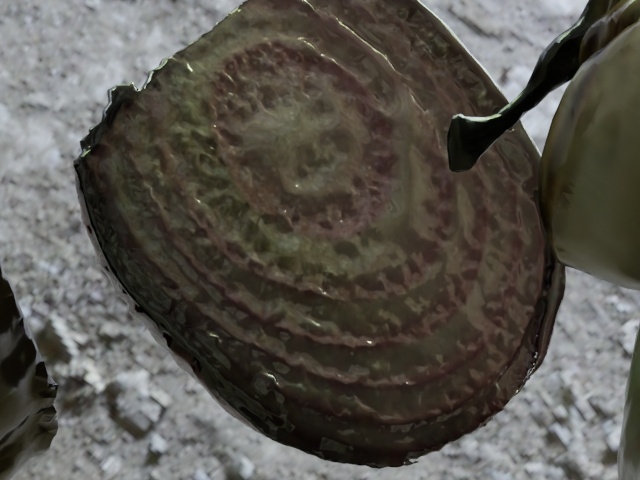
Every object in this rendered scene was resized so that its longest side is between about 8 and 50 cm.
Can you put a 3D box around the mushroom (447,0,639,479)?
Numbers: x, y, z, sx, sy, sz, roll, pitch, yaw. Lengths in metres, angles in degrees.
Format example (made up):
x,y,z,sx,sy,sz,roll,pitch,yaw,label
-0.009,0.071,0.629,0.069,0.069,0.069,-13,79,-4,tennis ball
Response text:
x,y,z,sx,sy,sz,roll,pitch,yaw,label
0.193,-0.025,0.513,0.295,0.362,0.362,20,52,9,mushroom

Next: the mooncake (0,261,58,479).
x,y,z,sx,sy,sz,roll,pitch,yaw,label
-0.295,0.034,0.687,0.324,0.324,0.187,48,55,5,mooncake

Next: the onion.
x,y,z,sx,sy,sz,roll,pitch,yaw,label
0.000,0.000,0.763,0.247,0.111,0.250,48,56,-2,onion
